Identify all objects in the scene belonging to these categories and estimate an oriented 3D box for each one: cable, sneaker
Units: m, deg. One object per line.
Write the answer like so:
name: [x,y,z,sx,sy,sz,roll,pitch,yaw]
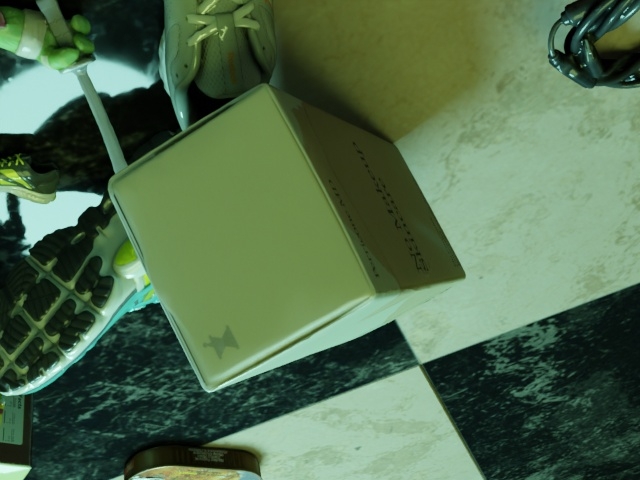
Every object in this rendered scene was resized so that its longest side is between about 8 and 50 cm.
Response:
cable: [0.259,-0.172,0.641,0.150,0.047,0.184,-36,157,29]
sneaker: [-0.251,-0.057,0.666,0.083,0.031,0.035,14,118,-34]
sneaker: [-0.163,0.032,0.692,0.275,0.107,0.110,-42,148,-3]
sneaker: [-0.062,-0.160,0.532,0.099,0.121,0.262,-8,139,-9]

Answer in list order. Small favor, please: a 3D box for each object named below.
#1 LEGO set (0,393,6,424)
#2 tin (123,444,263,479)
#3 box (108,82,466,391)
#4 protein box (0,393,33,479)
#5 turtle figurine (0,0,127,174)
LEGO set: [-0.363,0.116,0.618,0.255,0.331,0.192,37,123,-5]
tin: [-0.169,0.316,1.099,0.189,0.040,0.106,13,128,-28]
box: [0.000,0.000,0.603,0.121,0.148,0.311,-30,172,16]
protein box: [-0.418,0.204,0.823,0.201,0.136,0.200,17,129,-31]
turtle figurine: [-0.182,-0.126,0.485,0.197,0.274,0.266,-21,150,-51]
